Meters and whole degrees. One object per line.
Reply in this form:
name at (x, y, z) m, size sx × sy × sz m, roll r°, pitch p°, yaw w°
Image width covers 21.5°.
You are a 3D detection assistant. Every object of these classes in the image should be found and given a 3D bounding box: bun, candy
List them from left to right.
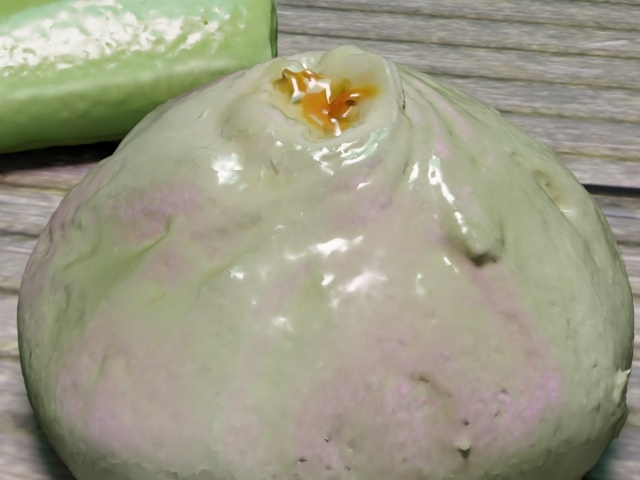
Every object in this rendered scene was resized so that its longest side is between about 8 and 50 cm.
candy at (-0.194, -0.115, 1.068) m, size 0.343 × 0.132 × 0.142 m, roll -7°, pitch 70°, yaw -12°
bun at (0.000, 0.000, 0.768) m, size 0.293 × 0.187 × 0.293 m, roll -1°, pitch 25°, yaw 0°
